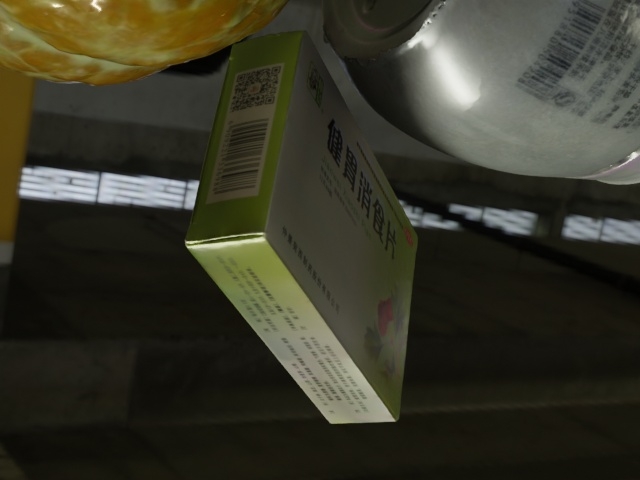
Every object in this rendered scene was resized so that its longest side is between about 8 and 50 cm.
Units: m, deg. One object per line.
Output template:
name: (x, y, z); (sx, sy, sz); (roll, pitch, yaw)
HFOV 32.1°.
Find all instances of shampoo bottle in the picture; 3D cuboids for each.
shampoo bottle: (0.161, -0.182, 0.805); (0.266, 0.273, 0.273); (19, -175, -29)

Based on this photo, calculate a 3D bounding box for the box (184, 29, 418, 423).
box: (-0.001, 0.000, 0.816); (0.062, 0.175, 0.260); (-7, 143, 23)

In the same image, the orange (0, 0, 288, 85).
orange: (-0.128, -0.231, 0.516); (0.329, 0.329, 0.249); (13, -129, 15)
